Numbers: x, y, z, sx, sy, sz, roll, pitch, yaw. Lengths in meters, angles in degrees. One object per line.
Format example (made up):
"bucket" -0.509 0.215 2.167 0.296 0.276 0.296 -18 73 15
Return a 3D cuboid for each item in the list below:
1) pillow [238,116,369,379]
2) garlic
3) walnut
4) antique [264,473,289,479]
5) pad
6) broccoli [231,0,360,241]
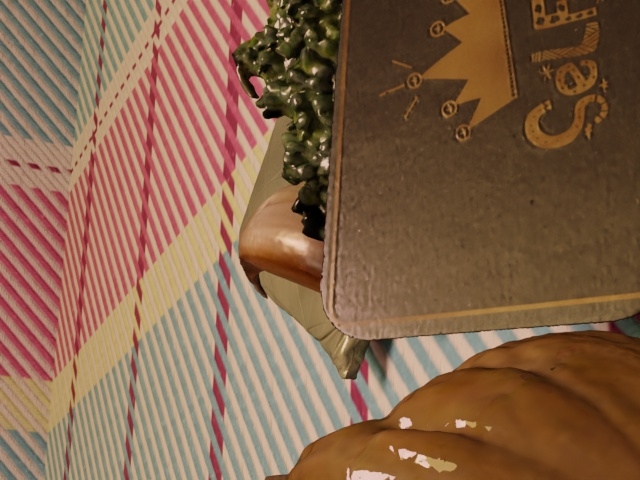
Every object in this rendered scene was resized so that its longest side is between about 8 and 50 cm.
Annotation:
"pillow" 0.020 -0.048 1.384 0.274 0.076 0.281 40 116 58
"garlic" 0.006 -0.006 1.244 0.206 0.128 0.115 13 76 40
"walnut" 0.110 0.196 0.728 0.333 0.332 0.333 -171 90 -70
"antique" 0.043 0.230 1.165 0.310 0.093 0.087 154 123 -66
"pad" 0.126 -0.134 0.898 0.315 0.063 0.375 -8 70 31
"broccoli" 0.068 -0.119 1.128 0.288 0.248 0.245 -60 -11 1
